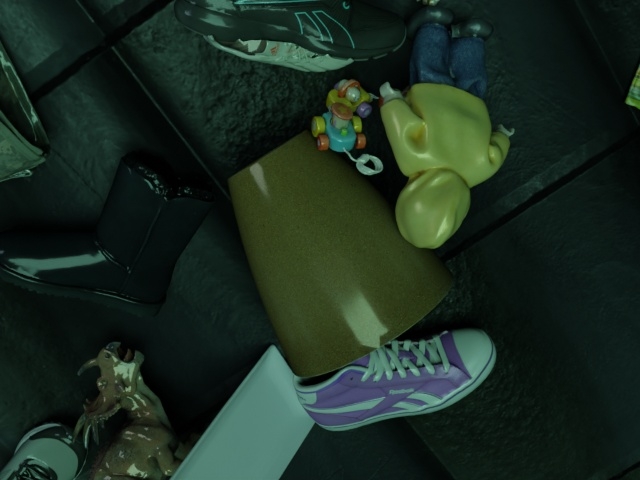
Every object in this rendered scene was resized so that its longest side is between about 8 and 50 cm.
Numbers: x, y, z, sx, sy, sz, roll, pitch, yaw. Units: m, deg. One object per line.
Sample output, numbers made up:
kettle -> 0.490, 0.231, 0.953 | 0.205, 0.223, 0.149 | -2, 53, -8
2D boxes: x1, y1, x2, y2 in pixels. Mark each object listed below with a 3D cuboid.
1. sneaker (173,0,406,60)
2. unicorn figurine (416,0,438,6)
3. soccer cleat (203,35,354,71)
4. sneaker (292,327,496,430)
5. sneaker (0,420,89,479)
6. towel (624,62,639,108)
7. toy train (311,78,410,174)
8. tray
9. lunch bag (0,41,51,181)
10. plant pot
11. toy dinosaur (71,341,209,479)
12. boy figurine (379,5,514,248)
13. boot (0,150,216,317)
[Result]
sneaker -> -0.021, -0.264, 0.921 | 0.268, 0.101, 0.106 | 3, 118, -23
unicorn figurine -> 0.121, -0.337, 0.995 | 0.162, 0.060, 0.111 | 6, 112, -8
soccer cleat -> -0.044, -0.237, 1.012 | 0.196, 0.076, 0.068 | 6, 112, -8
sneaker -> 0.100, 0.172, 1.150 | 0.282, 0.102, 0.161 | -23, 140, 4
sneaker -> -0.435, 0.370, 1.211 | 0.271, 0.108, 0.100 | -44, 108, 11
towel -> 0.479, -0.273, 1.077 | 0.102, 0.021, 0.237 | 12, 110, -11
toy train -> 0.062, -0.155, 1.024 | 0.125, 0.166, 0.046 | 25, 137, 9
tray -> -0.105, 0.283, 1.152 | 0.030, 0.270, 0.145 | -12, 119, 41
lunch bag -> -0.477, -0.162, 0.957 | 0.235, 0.169, 0.287 | -21, 117, 7
plant pot -> 0.000, 0.000, 1.050 | 0.237, 0.237, 0.254 | -31, 99, 8
toy dinosaur -> -0.266, 0.307, 1.149 | 0.200, 0.127, 0.295 | 18, 66, -9
boy figurine -> 0.149, -0.125, 0.990 | 0.177, 0.092, 0.285 | 9, 77, -21
boot -> -0.277, -0.025, 1.067 | 0.247, 0.094, 0.207 | 18, 113, -19
